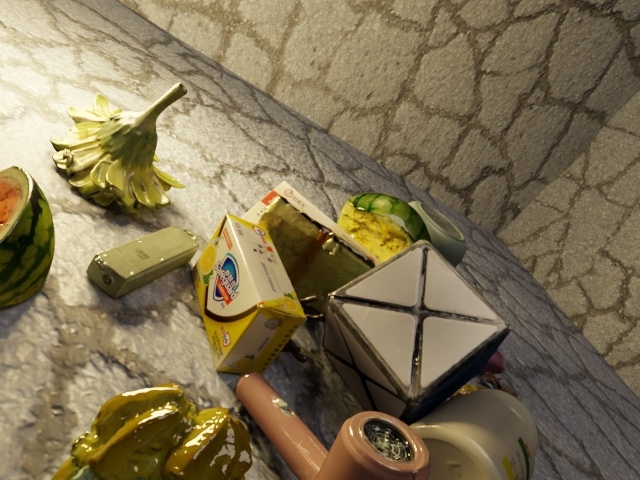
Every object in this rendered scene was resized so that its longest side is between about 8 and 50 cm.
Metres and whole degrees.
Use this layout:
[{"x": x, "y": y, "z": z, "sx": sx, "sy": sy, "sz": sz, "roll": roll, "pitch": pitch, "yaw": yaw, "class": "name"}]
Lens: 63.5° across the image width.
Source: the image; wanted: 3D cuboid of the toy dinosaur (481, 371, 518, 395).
[{"x": 0.538, "y": 0.441, "z": 1.536, "sx": 0.220, "sy": 0.032, "sz": 0.108, "roll": 35, "pitch": 16, "yaw": -35, "class": "toy dinosaur"}]

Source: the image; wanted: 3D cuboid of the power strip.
[{"x": -0.321, "y": 0.032, "z": 0.966, "sx": 0.078, "sy": 0.052, "sz": 0.272, "roll": 40, "pitch": 20, "yaw": 5, "class": "power strip"}]

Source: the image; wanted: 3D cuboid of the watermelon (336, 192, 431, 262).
[{"x": 0.182, "y": -0.004, "z": 1.408, "sx": 0.331, "sy": 0.331, "sz": 0.189, "roll": 38, "pitch": 61, "yaw": -1, "class": "watermelon"}]

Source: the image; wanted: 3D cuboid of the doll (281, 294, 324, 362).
[{"x": -0.077, "y": 0.159, "z": 1.023, "sx": 0.057, "sy": 0.165, "sz": 0.139, "roll": 59, "pitch": 46, "yaw": -42, "class": "doll"}]

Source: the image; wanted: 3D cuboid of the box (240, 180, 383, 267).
[{"x": -0.028, "y": 0.026, "z": 1.304, "sx": 0.353, "sy": 0.069, "sz": 0.214, "roll": 41, "pitch": 51, "yaw": 3, "class": "box"}]

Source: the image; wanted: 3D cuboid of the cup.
[{"x": 0.301, "y": 0.066, "z": 1.578, "sx": 0.259, "sy": 0.274, "sz": 0.356, "roll": 26, "pitch": 24, "yaw": -27, "class": "cup"}]

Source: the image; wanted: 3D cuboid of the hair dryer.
[{"x": -0.022, "y": 0.290, "z": 0.754, "sx": 0.125, "sy": 0.210, "sz": 0.352, "roll": 5, "pitch": 24, "yaw": -47, "class": "hair dryer"}]

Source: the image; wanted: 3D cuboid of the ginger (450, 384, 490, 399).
[{"x": 0.430, "y": 0.432, "z": 1.288, "sx": 0.263, "sy": 0.116, "sz": 0.109, "roll": 29, "pitch": 64, "yaw": -35, "class": "ginger"}]

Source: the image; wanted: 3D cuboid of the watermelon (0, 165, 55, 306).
[{"x": -0.459, "y": -0.027, "z": 0.758, "sx": 0.159, "sy": 0.128, "sz": 0.303, "roll": 20, "pitch": 27, "yaw": -38, "class": "watermelon"}]

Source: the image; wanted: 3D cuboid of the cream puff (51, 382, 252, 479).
[{"x": -0.166, "y": 0.261, "z": 0.591, "sx": 0.221, "sy": 0.194, "sz": 0.194, "roll": 38, "pitch": 21, "yaw": -8, "class": "cream puff"}]

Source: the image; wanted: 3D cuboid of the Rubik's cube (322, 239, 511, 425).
[{"x": 0.171, "y": 0.194, "z": 1.027, "sx": 0.260, "sy": 0.259, "sz": 0.255, "roll": -29, "pitch": 60, "yaw": -24, "class": "Rubik's cube"}]

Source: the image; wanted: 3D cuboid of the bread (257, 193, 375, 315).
[{"x": 0.000, "y": 0.000, "z": 1.136, "sx": 0.263, "sy": 0.236, "sz": 0.198, "roll": 35, "pitch": 58, "yaw": 0, "class": "bread"}]

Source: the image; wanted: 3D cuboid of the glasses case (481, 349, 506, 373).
[{"x": 0.444, "y": 0.328, "z": 1.549, "sx": 0.316, "sy": 0.076, "sz": 0.123, "roll": 22, "pitch": 26, "yaw": -36, "class": "glasses case"}]

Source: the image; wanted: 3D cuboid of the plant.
[{"x": -0.423, "y": -0.198, "z": 1.091, "sx": 0.261, "sy": 0.297, "sz": 0.305, "roll": -37, "pitch": 91, "yaw": -37, "class": "plant"}]

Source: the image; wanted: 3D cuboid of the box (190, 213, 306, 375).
[{"x": -0.144, "y": 0.096, "z": 0.965, "sx": 0.097, "sy": 0.168, "sz": 0.265, "roll": 17, "pitch": 31, "yaw": -37, "class": "box"}]

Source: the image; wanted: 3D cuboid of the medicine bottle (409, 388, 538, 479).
[{"x": 0.280, "y": 0.401, "z": 0.961, "sx": 0.208, "sy": 0.208, "sz": 0.340, "roll": 49, "pitch": 24, "yaw": 25, "class": "medicine bottle"}]
